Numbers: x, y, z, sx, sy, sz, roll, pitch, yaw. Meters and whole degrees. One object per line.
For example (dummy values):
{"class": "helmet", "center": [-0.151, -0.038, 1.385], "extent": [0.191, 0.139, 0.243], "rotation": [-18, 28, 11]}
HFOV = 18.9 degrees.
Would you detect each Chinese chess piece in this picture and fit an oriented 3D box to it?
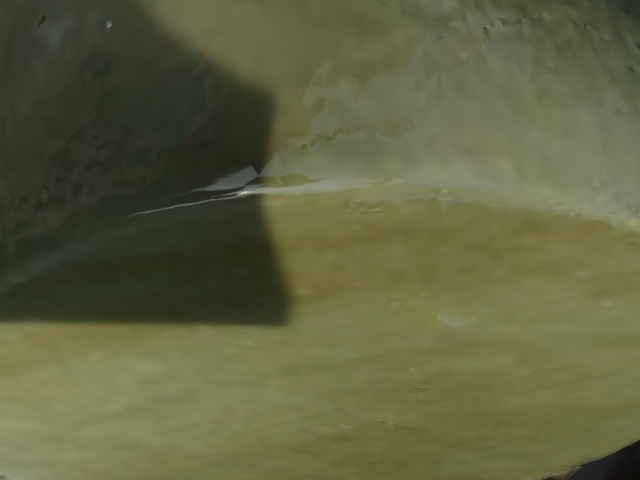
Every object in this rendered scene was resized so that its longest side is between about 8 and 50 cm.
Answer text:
{"class": "Chinese chess piece", "center": [0.000, 0.000, 0.503], "extent": [0.238, 0.092, 0.238], "rotation": [-5, 152, -2]}
